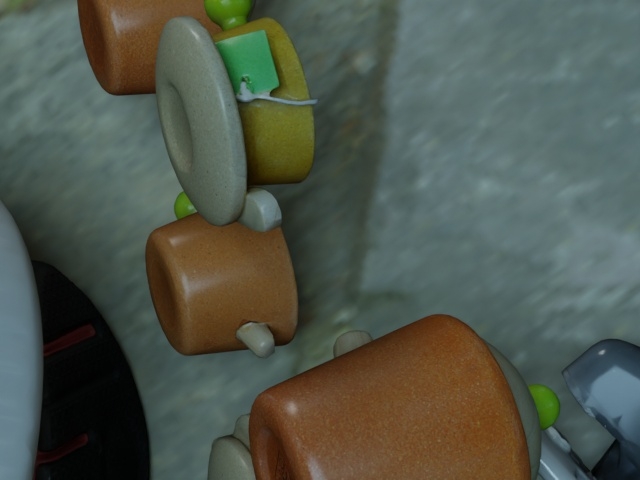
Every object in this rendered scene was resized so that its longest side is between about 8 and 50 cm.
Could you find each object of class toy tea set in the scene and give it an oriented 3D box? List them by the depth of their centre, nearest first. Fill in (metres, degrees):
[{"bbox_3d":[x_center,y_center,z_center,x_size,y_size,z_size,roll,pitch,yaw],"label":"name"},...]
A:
[{"bbox_3d":[0.000,0.000,0.729,0.124,0.200,0.336,-14,85,-19],"label":"toy tea set"}]

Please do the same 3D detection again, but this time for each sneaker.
[{"bbox_3d":[-0.158,0.167,0.776,0.136,0.116,0.313,-3,89,15],"label":"sneaker"}]

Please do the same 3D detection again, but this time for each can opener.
[{"bbox_3d":[0.194,0.166,0.713,0.095,0.076,0.283,-45,81,10],"label":"can opener"}]

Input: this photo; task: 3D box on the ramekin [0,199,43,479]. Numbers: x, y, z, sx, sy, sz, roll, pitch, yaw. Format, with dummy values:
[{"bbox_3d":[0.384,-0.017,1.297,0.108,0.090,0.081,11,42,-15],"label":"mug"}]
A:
[{"bbox_3d":[-0.232,0.079,0.723,0.277,0.135,0.277,-24,60,49],"label":"ramekin"}]
